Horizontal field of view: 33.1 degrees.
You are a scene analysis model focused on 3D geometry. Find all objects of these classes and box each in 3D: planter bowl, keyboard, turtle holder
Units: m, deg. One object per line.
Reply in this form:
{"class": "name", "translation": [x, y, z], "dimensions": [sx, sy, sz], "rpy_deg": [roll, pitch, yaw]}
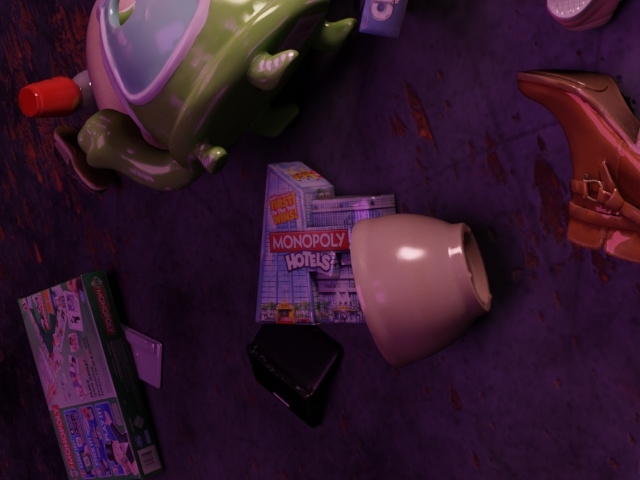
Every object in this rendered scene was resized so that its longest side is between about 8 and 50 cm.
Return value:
{"class": "planter bowl", "translation": [0.112, 0.041, 1.117], "dimensions": [0.109, 0.162, 0.162], "rpy_deg": [-17, 85, 19]}
{"class": "keyboard", "translation": [-0.325, 0.156, 1.663], "dimensions": [0.256, 0.014, 0.072], "rpy_deg": [18, 115, 42]}
{"class": "turtle holder", "translation": [-0.136, -0.209, 1.229], "dimensions": [0.227, 0.243, 0.320], "rpy_deg": [41, 144, 4]}

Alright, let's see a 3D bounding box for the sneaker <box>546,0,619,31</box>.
{"class": "sneaker", "translation": [0.264, -0.242, 0.977], "dimensions": [0.134, 0.070, 0.051], "rpy_deg": [-42, 70, 9]}

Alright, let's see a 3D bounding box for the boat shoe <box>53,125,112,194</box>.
{"class": "boat shoe", "translation": [-0.358, -0.113, 1.616], "dimensions": [0.152, 0.056, 0.049], "rpy_deg": [52, 135, 37]}

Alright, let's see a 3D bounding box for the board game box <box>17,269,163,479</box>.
{"class": "board game box", "translation": [-0.363, 0.220, 1.674], "dimensions": [0.214, 0.046, 0.317], "rpy_deg": [-18, 88, 47]}

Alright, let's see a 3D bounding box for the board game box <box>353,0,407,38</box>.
{"class": "board game box", "translation": [0.079, -0.338, 1.070], "dimensions": [0.165, 0.042, 0.243], "rpy_deg": [-91, 12, -68]}

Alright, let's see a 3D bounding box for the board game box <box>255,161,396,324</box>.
{"class": "board game box", "translation": [0.000, 0.000, 1.268], "dimensions": [0.194, 0.060, 0.194], "rpy_deg": [-3, 94, 44]}

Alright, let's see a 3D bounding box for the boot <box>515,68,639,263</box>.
{"class": "boot", "translation": [0.250, -0.073, 1.004], "dimensions": [0.197, 0.073, 0.152], "rpy_deg": [31, 123, 40]}

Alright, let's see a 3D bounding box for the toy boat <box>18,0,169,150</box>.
{"class": "toy boat", "translation": [-0.258, -0.218, 1.448], "dimensions": [0.318, 0.148, 0.267], "rpy_deg": [-5, 99, 38]}

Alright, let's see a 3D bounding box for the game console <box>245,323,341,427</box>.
{"class": "game console", "translation": [-0.030, 0.158, 1.367], "dimensions": [0.122, 0.071, 0.107], "rpy_deg": [35, 151, 36]}
